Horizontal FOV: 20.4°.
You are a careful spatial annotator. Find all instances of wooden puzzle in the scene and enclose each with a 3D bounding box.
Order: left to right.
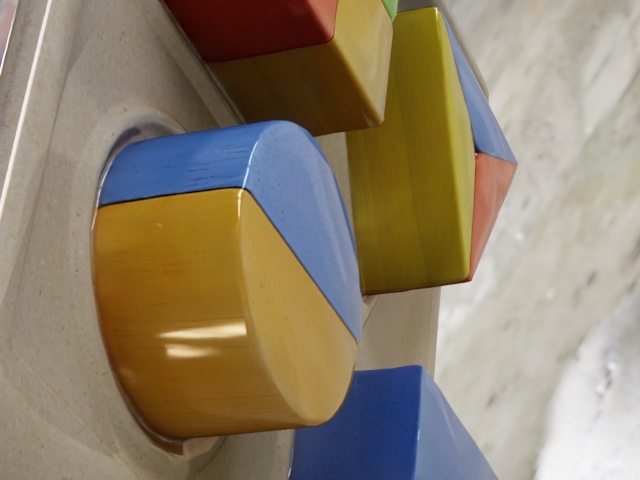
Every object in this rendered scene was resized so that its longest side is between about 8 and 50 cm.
[{"bbox_3d":[0.000,0.000,0.618,0.081,0.322,0.347,-3,56,23],"label":"wooden puzzle"}]
